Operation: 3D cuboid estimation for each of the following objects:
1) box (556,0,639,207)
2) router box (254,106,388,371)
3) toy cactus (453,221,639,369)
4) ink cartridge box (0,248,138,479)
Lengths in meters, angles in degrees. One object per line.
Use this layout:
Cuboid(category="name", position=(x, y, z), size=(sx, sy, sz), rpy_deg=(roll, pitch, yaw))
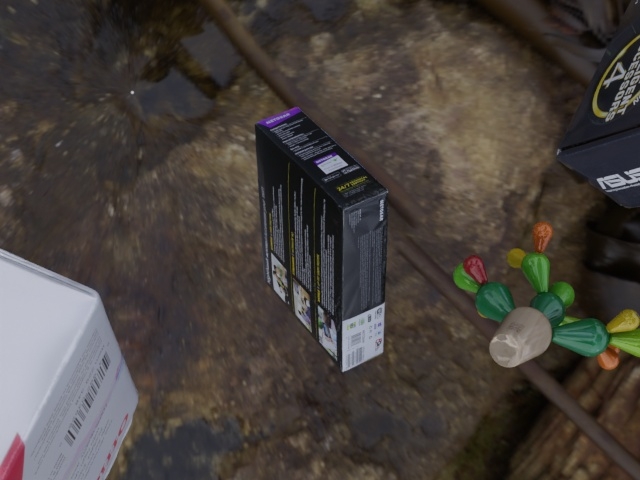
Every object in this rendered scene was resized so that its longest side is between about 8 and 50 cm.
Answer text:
Cuboid(category="box", position=(0.373, -0.223, 0.890), size=(0.097, 0.318, 0.395), rpy_deg=(35, 74, -17))
Cuboid(category="router box", position=(0.000, 0.000, 0.960), size=(0.046, 0.133, 0.179), rpy_deg=(-23, 136, -23))
Cuboid(category="toy cactus", position=(0.221, 0.070, 1.145), size=(0.219, 0.180, 0.112), rpy_deg=(31, 120, 19))
Cuboid(category="ink cartridge box", position=(-0.243, 0.156, 0.846), size=(0.131, 0.306, 0.226), rpy_deg=(22, 69, 4))
